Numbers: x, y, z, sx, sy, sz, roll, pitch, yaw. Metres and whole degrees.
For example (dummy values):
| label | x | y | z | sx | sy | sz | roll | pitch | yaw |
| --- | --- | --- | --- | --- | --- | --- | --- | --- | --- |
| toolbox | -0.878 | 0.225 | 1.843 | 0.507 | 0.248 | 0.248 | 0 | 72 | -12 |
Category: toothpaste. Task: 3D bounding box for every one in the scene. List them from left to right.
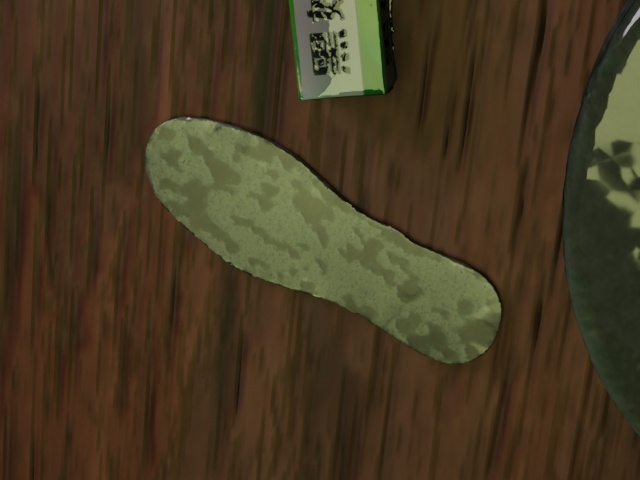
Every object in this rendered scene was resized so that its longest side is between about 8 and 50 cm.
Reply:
| label | x | y | z | sx | sy | sz | roll | pitch | yaw |
| --- | --- | --- | --- | --- | --- | --- | --- | --- | --- |
| toothpaste | 0.005 | -0.152 | 0.595 | 0.043 | 0.037 | 0.179 | -3 | 105 | 12 |

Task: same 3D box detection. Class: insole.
| label | x | y | z | sx | sy | sz | roll | pitch | yaw |
| --- | --- | --- | --- | --- | --- | --- | --- | --- | --- |
| insole | 0.000 | 0.000 | 0.657 | 0.193 | 0.006 | 0.065 | 28 | 109 | 3 |

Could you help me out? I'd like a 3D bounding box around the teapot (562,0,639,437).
| label | x | y | z | sx | sy | sz | roll | pitch | yaw |
| --- | --- | --- | --- | --- | --- | --- | --- | --- | --- |
| teapot | 0.253 | -0.046 | 0.465 | 0.321 | 0.239 | 0.240 | -18 | 103 | 22 |
